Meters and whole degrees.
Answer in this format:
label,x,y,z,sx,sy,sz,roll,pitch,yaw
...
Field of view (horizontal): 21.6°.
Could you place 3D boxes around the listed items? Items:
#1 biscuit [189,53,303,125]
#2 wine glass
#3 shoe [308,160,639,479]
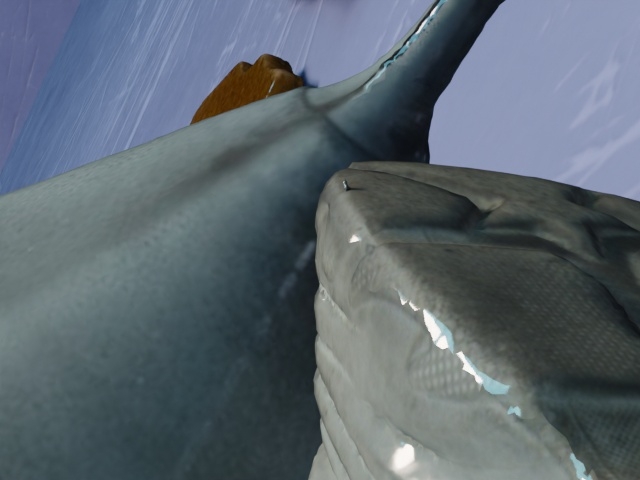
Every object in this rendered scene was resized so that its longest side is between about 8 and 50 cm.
label,x,y,z,sx,sy,sz,roll,pitch,yaw
biscuit,-0.064,-0.047,1.169,0.215,0.034,0.182,-11,55,67
wine glass,0.034,-0.056,0.539,0.406,0.267,0.267,-51,19,19
shoe,0.076,0.139,0.318,0.342,0.132,0.210,-127,43,-57
